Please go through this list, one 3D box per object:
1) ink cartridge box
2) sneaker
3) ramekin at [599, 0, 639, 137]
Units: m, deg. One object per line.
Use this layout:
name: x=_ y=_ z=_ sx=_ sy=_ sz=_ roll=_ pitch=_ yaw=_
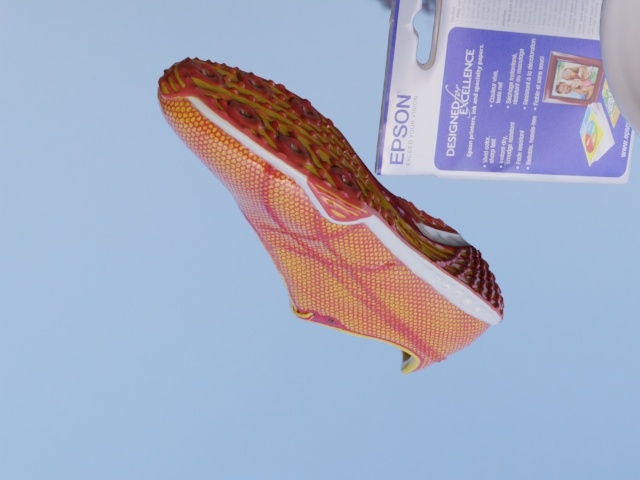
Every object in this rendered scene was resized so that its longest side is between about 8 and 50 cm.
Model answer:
ink cartridge box: x=0.197 y=-0.214 z=1.143 sx=0.307 sy=0.304 sz=0.072 roll=1 pitch=-168 yaw=-21
sneaker: x=0.000 y=0.000 z=0.417 sx=0.067 sy=0.175 sz=0.064 roll=-37 pitch=-148 yaw=18
ramekin: x=0.362 y=-0.153 z=0.828 sx=0.277 sy=0.277 sz=0.135 roll=4 pitch=171 yaw=34
